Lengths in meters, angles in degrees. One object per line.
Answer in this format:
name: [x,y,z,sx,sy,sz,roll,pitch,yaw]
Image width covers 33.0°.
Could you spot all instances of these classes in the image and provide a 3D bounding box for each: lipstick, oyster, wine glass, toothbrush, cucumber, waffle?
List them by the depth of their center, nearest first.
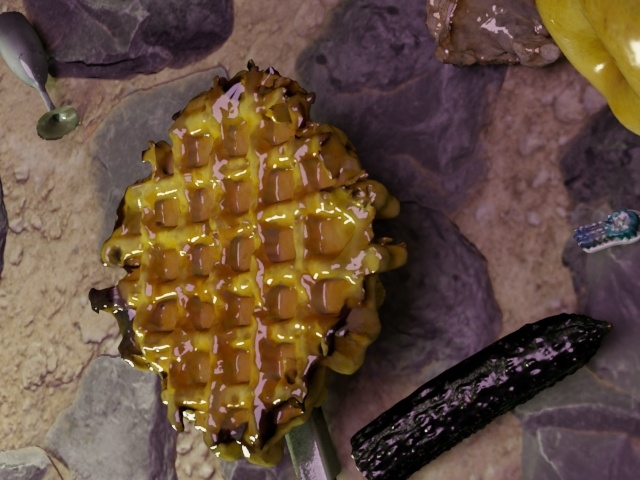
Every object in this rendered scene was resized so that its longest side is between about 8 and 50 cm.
toothbrush: [0.418,-0.065,0.927,0.418,0.040,0.042,-20,71,25]
cucumber: [0.153,0.149,1.048,0.300,0.072,0.072,-37,64,23]
oyster: [0.175,-0.243,1.089,0.191,0.081,0.163,36,98,29]
waffle: [-0.084,0.019,1.140,0.382,0.095,0.379,50,117,31]
lipstick: [-0.024,0.174,1.175,0.051,0.051,0.312,-27,71,27]
wine glass: [-0.392,-0.228,1.475,0.066,0.066,0.198,-43,61,21]

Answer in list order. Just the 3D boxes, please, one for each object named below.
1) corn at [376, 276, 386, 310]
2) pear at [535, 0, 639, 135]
corn: [0.000,0.000,1.172,0.067,0.067,0.206,-48,60,19]
pear: [0.329,-0.229,0.854,0.314,0.314,0.314,-6,80,33]
